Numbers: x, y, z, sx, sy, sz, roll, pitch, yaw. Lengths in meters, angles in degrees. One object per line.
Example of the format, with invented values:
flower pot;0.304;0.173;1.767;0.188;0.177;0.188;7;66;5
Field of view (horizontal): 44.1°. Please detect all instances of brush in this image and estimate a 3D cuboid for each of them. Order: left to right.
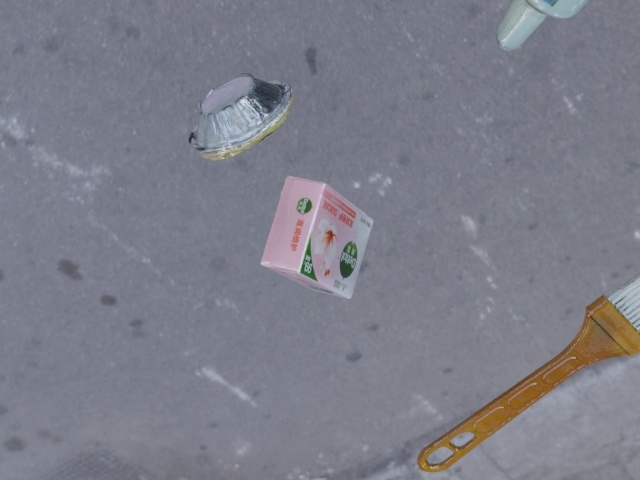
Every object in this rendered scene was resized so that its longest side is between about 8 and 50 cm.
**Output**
brush;0.212;0.130;0.743;0.314;0.017;0.090;-41;123;16

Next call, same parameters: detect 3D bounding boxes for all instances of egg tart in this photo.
egg tart;-0.165;-0.257;1.569;0.234;0.234;0.094;-23;123;11

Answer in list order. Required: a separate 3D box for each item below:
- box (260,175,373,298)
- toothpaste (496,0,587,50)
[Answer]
box;0.000;0.000;0.763;0.043;0.089;0.125;11;171;28
toothpaste;0.222;-0.267;0.469;0.061;0.098;0.392;46;135;10
